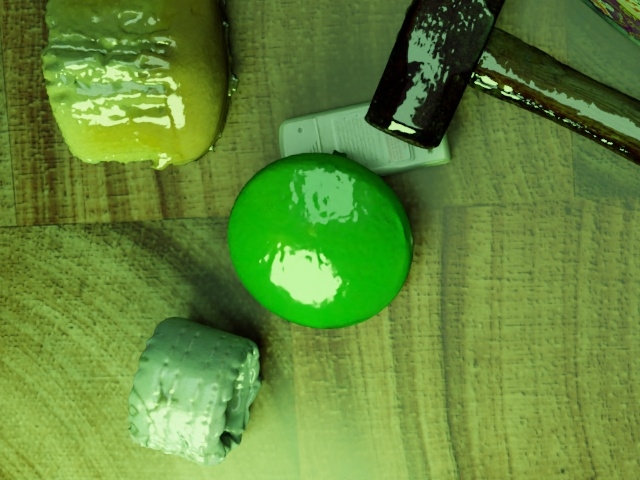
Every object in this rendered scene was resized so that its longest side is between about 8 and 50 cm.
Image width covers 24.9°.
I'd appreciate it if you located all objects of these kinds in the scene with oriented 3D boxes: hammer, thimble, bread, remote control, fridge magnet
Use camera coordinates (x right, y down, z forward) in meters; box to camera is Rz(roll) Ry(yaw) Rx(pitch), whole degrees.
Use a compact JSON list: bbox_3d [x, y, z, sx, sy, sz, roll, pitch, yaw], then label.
[{"bbox_3d":[0.267,-0.151,1.518,0.409,0.095,0.242,26,92,4],"label":"hammer"},{"bbox_3d":[-0.141,0.172,1.646,0.118,0.127,0.151,16,105,13],"label":"thimble"},{"bbox_3d":[-0.198,-0.197,1.608,0.204,0.162,0.262,-3,110,4],"label":"bread"},{"bbox_3d":[0.047,-0.111,1.617,0.190,0.029,0.087,-12,93,15],"label":"remote control"},{"bbox_3d":[0.000,0.000,1.599,0.208,0.088,0.208,4,113,9],"label":"fridge magnet"}]

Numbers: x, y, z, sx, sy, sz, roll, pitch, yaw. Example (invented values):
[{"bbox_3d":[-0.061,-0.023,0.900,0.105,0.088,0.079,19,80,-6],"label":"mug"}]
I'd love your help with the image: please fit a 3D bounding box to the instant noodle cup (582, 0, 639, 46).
[{"bbox_3d":[0.326,-0.369,1.380,0.340,0.340,0.266,44,96,6],"label":"instant noodle cup"}]
